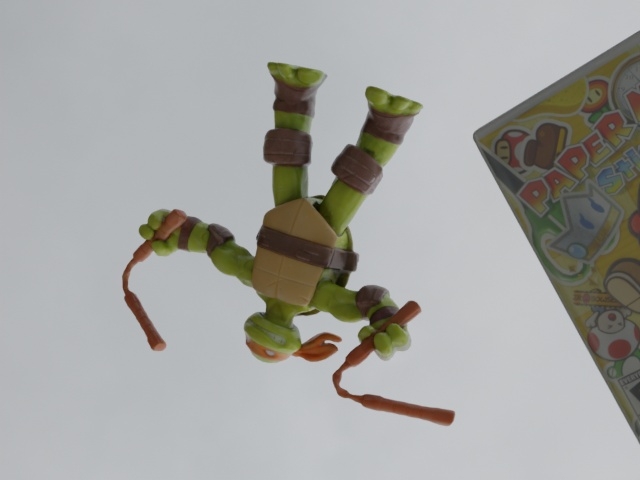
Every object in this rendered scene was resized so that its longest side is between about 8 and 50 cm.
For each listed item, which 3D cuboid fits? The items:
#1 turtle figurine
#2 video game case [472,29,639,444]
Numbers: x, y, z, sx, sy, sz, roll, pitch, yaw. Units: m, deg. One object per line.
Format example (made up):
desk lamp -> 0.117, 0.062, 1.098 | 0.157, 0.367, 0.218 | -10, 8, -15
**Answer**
turtle figurine -> 0.000, 0.000, 0.760 | 0.270, 0.087, 0.217 | 21, -83, 28
video game case -> 0.226, -0.027, 0.606 | 0.227, 0.026, 0.206 | -31, -101, 23
